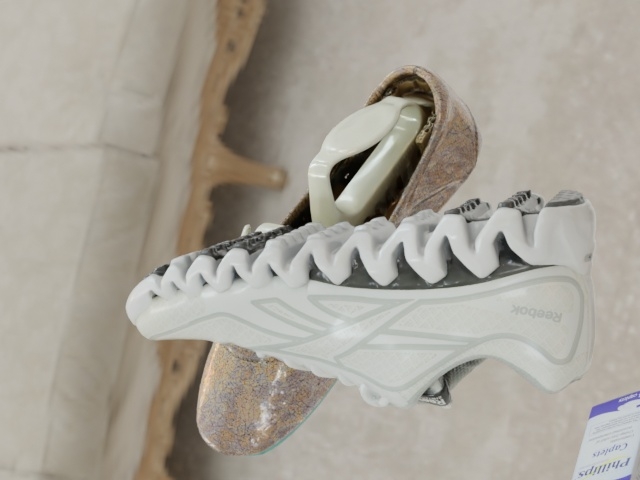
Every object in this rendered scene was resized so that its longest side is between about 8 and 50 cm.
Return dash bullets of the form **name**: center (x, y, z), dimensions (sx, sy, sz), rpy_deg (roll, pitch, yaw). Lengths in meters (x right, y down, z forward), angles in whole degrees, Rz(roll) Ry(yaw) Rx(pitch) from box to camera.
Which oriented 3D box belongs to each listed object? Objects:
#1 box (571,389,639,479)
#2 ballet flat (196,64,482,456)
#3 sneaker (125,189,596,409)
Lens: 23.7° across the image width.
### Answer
- **box**: center (0.300, 0.233, 1.428), dimensions (0.072, 0.126, 0.137), rpy_deg (-23, 24, 35)
- **ballet flat**: center (0.000, 0.000, 1.056), dimensions (0.108, 0.106, 0.316), rpy_deg (17, 62, 33)
- **sneaker**: center (0.019, 0.045, 0.888), dimensions (0.292, 0.110, 0.118), rpy_deg (-7, 97, 24)
